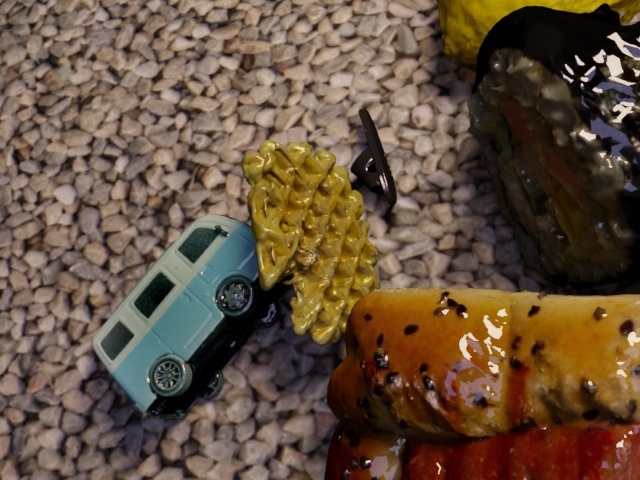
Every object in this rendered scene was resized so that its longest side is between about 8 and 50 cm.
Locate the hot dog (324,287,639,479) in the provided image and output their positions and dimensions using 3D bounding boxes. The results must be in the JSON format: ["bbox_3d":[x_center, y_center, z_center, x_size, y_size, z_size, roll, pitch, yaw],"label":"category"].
[{"bbox_3d":[0.151,0.218,0.584,0.365,0.196,0.367,1,84,49],"label":"hot dog"}]

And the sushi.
[{"bbox_3d":[0.354,-0.122,0.636,0.285,0.328,0.329,-25,79,0],"label":"sushi"}]

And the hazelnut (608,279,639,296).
[{"bbox_3d":[0.434,0.137,0.605,0.241,0.261,0.261,-20,73,11],"label":"hazelnut"}]

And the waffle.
[{"bbox_3d":[-0.002,0.001,0.716,0.056,0.250,0.261,-19,75,32],"label":"waffle"}]

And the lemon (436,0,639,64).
[{"bbox_3d":[0.299,-0.362,0.758,0.268,0.268,0.322,40,89,16],"label":"lemon"}]

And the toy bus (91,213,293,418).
[{"bbox_3d":[-0.165,0.089,0.762,0.164,0.133,0.271,38,85,21],"label":"toy bus"}]

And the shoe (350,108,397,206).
[{"bbox_3d":[0.069,-0.117,0.827,0.053,0.062,0.159,-17,73,16],"label":"shoe"}]
